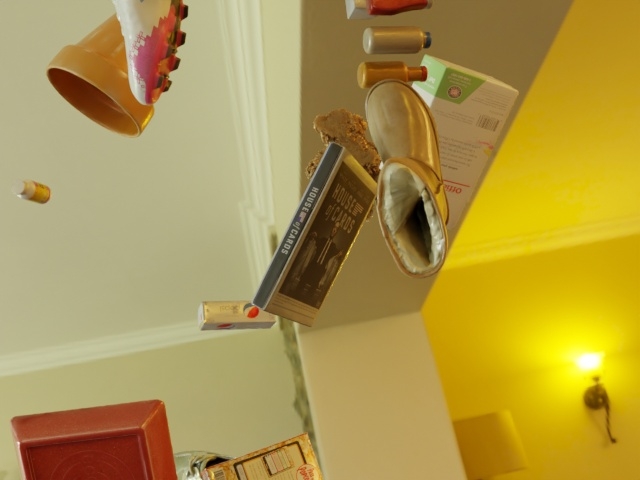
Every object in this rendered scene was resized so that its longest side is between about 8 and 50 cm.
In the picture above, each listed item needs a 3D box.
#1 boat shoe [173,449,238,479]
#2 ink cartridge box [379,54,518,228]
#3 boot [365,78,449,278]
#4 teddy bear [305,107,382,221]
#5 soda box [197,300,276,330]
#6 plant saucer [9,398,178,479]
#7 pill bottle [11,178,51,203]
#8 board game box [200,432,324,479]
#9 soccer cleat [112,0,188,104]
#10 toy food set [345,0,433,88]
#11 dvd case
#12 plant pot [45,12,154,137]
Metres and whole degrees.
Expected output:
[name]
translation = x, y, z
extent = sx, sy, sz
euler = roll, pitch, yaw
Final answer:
[boat shoe]
translation = -0.212, 0.452, 1.421
extent = 0.302, 0.109, 0.094
euler = -3, -43, 24
[ink cartridge box]
translation = 0.274, -0.218, 1.667
extent = 0.207, 0.119, 0.353
euler = 12, -68, -26
[boot]
translation = 0.106, -0.092, 0.886
extent = 0.089, 0.236, 0.269
euler = -22, 4, 14
[teddy bear]
translation = 0.091, -0.192, 1.937
extent = 0.245, 0.338, 0.113
euler = -35, -22, -16
[soda box]
translation = -0.241, 0.216, 2.102
extent = 0.216, 0.069, 0.074
euler = 1, -25, -20
[plant saucer]
translation = -0.368, 0.403, 1.194
extent = 0.259, 0.258, 0.048
euler = -7, 10, 0
[pill bottle]
translation = -0.598, -0.102, 1.504
extent = 0.043, 0.043, 0.083
euler = -17, -11, 12
[board game box]
translation = -0.088, 0.430, 1.241
extent = 0.194, 0.146, 0.045
euler = -12, -22, -27
[soccer cleat]
translation = -0.282, -0.388, 1.155
extent = 0.143, 0.331, 0.116
euler = 13, 10, -2
[toy food set]
translation = 0.105, -0.351, 1.086
extent = 0.105, 0.232, 0.111
euler = -4, -9, -14
[dvd case]
translation = 0.000, 0.000, 1.023
extent = 0.030, 0.238, 0.179
euler = 25, -4, 24
[plant pot]
translation = -0.382, -0.333, 1.393
extent = 0.205, 0.188, 0.205
euler = 27, -17, 9
